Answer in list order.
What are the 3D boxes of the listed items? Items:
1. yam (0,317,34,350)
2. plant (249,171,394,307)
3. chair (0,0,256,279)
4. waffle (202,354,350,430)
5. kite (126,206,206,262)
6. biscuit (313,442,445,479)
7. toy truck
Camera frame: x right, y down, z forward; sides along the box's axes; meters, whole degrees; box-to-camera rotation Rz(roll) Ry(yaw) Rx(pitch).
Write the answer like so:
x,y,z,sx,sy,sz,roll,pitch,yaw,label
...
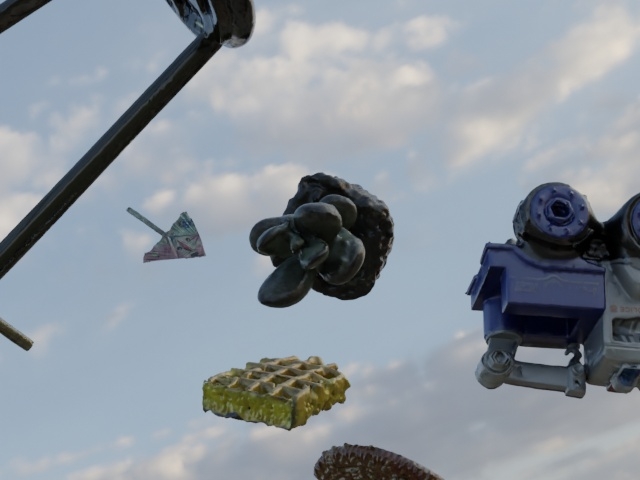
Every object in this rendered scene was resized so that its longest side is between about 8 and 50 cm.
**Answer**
x,y,z,sx,sy,sz,roll,pitch,yaw,label
-0.477,0.128,2.087,0.021,0.021,0.116,-32,-59,31,yam
0.001,-0.002,1.672,0.149,0.146,0.274,14,9,14,plant
-0.300,-0.207,1.169,0.410,0.362,0.364,-33,-41,-10,chair
-0.049,0.215,2.052,0.160,0.055,0.211,8,13,31,waffle
-0.247,-0.008,2.202,0.137,0.152,0.005,-55,-14,-44,kite
0.083,0.266,1.468,0.025,0.206,0.126,-56,-21,-34,biscuit
0.248,0.055,1.295,0.213,0.177,0.161,4,-27,-2,toy truck
